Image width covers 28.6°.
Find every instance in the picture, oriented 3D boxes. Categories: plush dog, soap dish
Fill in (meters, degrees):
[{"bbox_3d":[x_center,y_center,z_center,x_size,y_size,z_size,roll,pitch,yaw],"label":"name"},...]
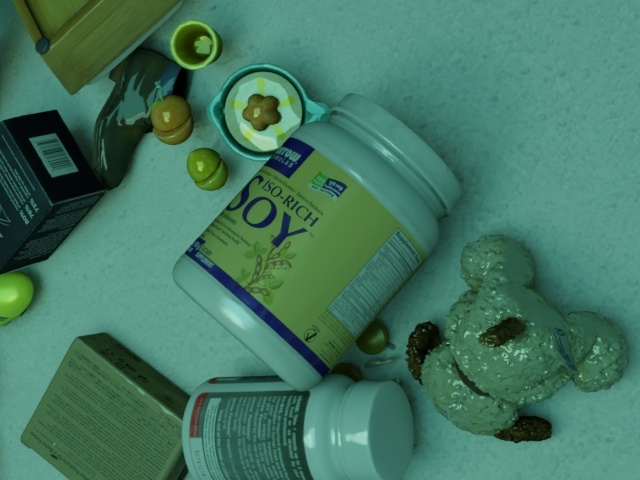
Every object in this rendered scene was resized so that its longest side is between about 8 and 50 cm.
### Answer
[{"bbox_3d":[0.224,0.158,1.608,0.262,0.210,0.225,41,128,15],"label":"plush dog"},{"bbox_3d":[-0.350,-0.392,1.811,0.229,0.118,0.291,-38,65,17],"label":"soap dish"}]

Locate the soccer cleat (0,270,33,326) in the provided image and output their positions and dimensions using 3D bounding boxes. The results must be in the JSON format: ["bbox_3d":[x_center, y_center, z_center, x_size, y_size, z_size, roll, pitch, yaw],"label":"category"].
[{"bbox_3d":[-0.580,0.086,1.934,0.289,0.121,0.093,-3,73,22],"label":"soccer cleat"}]

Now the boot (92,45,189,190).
[{"bbox_3d":[-0.262,-0.173,1.831,0.106,0.082,0.219,13,94,23],"label":"boot"}]

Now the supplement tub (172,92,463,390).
[{"bbox_3d":[0.000,0.000,1.612,0.241,0.241,0.331,40,83,16],"label":"supplement tub"}]

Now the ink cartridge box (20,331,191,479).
[{"bbox_3d":[-0.298,0.279,1.852,0.235,0.088,0.193,35,105,16],"label":"ink cartridge box"}]

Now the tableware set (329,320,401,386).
[{"bbox_3d":[0.058,0.175,1.745,0.104,0.024,0.154,-17,88,21],"label":"tableware set"}]

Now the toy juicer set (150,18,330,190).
[{"bbox_3d":[-0.095,-0.145,1.739,0.329,0.089,0.209,31,101,6],"label":"toy juicer set"}]

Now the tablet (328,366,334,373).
[{"bbox_3d":[0.002,0.215,1.777,0.054,0.006,0.083,32,103,17],"label":"tablet"}]

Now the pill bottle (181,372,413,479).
[{"bbox_3d":[-0.030,0.261,1.691,0.283,0.161,0.161,-5,89,29],"label":"pill bottle"}]

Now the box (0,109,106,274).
[{"bbox_3d":[-0.438,-0.069,1.855,0.207,0.108,0.153,-41,77,39],"label":"box"}]
